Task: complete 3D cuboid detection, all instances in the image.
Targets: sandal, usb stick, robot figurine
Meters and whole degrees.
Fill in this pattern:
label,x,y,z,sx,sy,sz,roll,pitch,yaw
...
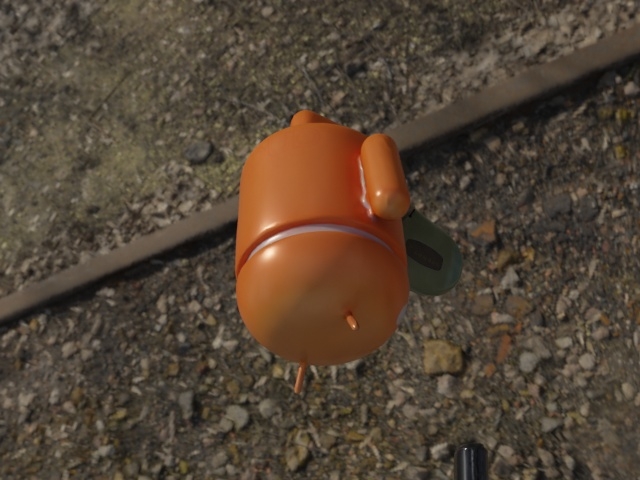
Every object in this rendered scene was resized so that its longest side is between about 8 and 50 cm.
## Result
label,x,y,z,sx,sy,sz,roll,pitch,yaw
sandal,0.082,-0.012,0.960,0.086,0.303,0.120,8,80,56
usb stick,0.194,0.395,0.975,0.045,0.077,0.278,3,64,2
robot figurine,-0.001,0.001,0.586,0.158,0.128,0.219,-14,46,12
